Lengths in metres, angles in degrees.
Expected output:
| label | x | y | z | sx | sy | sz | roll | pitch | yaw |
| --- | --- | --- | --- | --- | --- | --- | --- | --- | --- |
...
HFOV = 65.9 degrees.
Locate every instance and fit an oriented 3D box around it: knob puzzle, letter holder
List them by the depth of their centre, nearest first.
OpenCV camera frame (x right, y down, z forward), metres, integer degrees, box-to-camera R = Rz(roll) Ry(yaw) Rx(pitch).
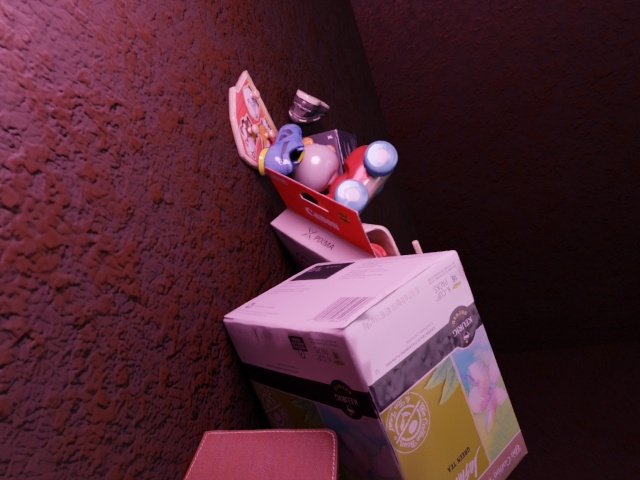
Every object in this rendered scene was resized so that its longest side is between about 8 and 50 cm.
| label | x | y | z | sx | sy | sz | roll | pitch | yaw |
| --- | --- | --- | --- | --- | --- | --- | --- | --- | --- |
| letter holder | -0.071 | 0.386 | 0.565 | 0.301 | 0.215 | 0.152 | -69 | 143 | -57 |
| knob puzzle | -0.129 | -0.229 | 1.008 | 0.213 | 0.030 | 0.213 | -10 | 90 | -71 |

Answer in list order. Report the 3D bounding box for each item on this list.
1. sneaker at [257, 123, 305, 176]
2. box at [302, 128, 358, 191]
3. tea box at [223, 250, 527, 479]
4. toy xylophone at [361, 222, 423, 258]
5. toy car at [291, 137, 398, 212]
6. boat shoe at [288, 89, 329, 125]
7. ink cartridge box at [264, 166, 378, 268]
| label | x | y | z | sx | sy | sz | roll | pitch | yaw |
| --- | --- | --- | --- | --- | --- | --- | --- | --- | --- |
| sneaker | -0.061 | -0.190 | 1.045 | 0.209 | 0.082 | 0.069 | -65 | 155 | -55 |
| box | 0.036 | -0.211 | 1.345 | 0.207 | 0.108 | 0.153 | -19 | 98 | -70 |
| tea box | 0.068 | 0.211 | 0.741 | 0.220 | 0.329 | 0.323 | -29 | 101 | -33 |
| toy xylophone | 0.137 | 0.085 | 1.026 | 0.081 | 0.236 | 0.322 | -37 | 105 | -23 |
| toy car | 0.026 | -0.166 | 1.137 | 0.210 | 0.238 | 0.219 | -53 | 176 | -9 |
| boat shoe | -0.033 | -0.344 | 1.306 | 0.079 | 0.084 | 0.233 | -65 | 176 | 16 |
| ink cartridge box | 0.000 | 0.000 | 0.937 | 0.060 | 0.275 | 0.239 | -45 | 135 | -15 |
